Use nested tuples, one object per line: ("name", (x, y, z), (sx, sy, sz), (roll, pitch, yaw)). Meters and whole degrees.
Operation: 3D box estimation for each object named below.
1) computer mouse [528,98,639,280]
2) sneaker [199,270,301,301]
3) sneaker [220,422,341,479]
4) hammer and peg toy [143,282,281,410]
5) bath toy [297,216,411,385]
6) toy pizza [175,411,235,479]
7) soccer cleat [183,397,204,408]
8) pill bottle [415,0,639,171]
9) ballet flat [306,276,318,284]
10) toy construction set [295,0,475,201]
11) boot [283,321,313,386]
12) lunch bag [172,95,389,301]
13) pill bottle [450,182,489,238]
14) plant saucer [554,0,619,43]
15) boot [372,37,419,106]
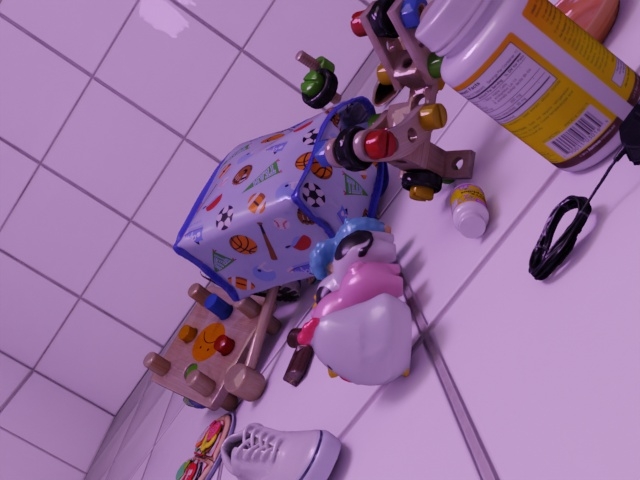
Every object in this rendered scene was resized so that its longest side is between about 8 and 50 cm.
("computer mouse", (0.262, -0.058, 0.564), (0.242, 0.041, 0.071), (-58, 11, 26))
("sneaker", (-0.149, 0.055, 1.523), (0.330, 0.130, 0.147), (0, 64, 44))
("sneaker", (-0.064, 0.275, 0.828), (0.258, 0.091, 0.094), (-40, 19, 55))
("hammer and peg toy", (-0.193, 0.221, 1.384), (0.361, 0.127, 0.265), (5, 58, 48))
("bath toy", (0.039, 0.080, 0.865), (0.348, 0.129, 0.151), (-89, 0, -72))
("toy pizza", (-0.233, 0.421, 1.285), (0.201, 0.032, 0.201), (-53, 12, 16))
("soccer cleat", (-0.263, 0.267, 1.593), (0.121, 0.093, 0.289), (-23, 40, 38))
("pill bottle", (0.203, -0.171, 0.649), (0.117, 0.215, 0.117), (-53, 12, 15))
("ballet flat", (0.000, 0.000, 1.410), (0.073, 0.067, 0.206), (-42, 18, 56))
("toy construction set", (0.155, -0.196, 0.903), (0.309, 0.237, 0.257), (-30, 50, 36))
("boot", (-0.044, 0.201, 1.120), (0.106, 0.037, 0.114), (-46, 19, 50))
("lunch bag", (-0.053, -0.101, 1.302), (0.328, 0.239, 0.385), (-18, 39, 32))
("pill bottle", (0.181, -0.035, 0.801), (0.043, 0.043, 0.083), (-50, 13, 27))
("plant saucer", (0.322, -0.264, 0.878), (0.200, 0.037, 0.200), (-52, 11, 15))
("boot", (0.219, -0.490, 1.867), (0.213, 0.077, 0.165), (-54, 9, 39))
